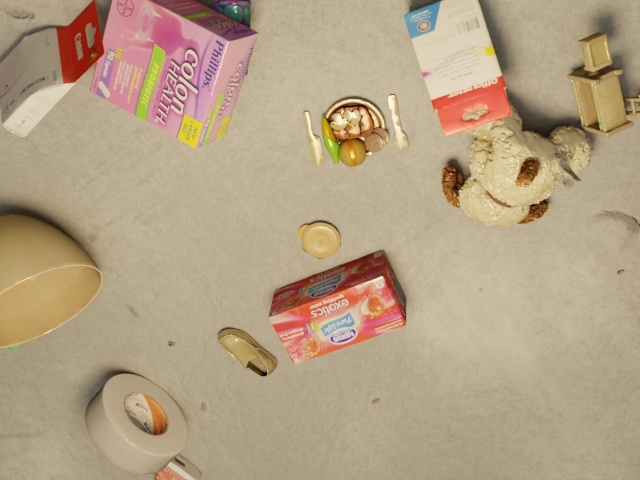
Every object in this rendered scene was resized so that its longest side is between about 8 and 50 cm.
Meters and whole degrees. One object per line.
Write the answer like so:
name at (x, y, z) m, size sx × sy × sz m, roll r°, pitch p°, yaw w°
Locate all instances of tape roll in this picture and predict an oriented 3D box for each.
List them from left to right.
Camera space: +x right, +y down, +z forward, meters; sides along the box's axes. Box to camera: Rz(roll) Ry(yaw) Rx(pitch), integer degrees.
tape roll at (-0.395, 0.395, 2.067) m, size 0.219 × 0.219 × 0.072 m, roll 39°, pitch 113°, yaw -13°

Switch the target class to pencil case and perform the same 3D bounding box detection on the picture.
pencil case at (-0.166, -0.375, 1.773) m, size 0.070 × 0.064 × 0.152 m, roll -1°, pitch 115°, yaw -12°

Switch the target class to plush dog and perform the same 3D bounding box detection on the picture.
plush dog at (0.354, -0.111, 1.802) m, size 0.262 × 0.211 × 0.225 m, roll 20°, pitch 138°, yaw -5°

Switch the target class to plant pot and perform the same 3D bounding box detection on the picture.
plant pot at (-0.608, 0.059, 1.927) m, size 0.284 × 0.284 × 0.191 m, roll -40°, pitch 70°, yaw 20°

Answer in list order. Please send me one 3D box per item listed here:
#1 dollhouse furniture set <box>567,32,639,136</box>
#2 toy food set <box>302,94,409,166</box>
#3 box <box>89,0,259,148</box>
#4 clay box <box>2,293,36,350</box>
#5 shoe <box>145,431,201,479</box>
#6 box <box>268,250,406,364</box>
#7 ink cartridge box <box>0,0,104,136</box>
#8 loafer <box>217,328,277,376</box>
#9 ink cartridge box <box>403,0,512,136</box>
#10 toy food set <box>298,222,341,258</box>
dollhouse furniture set at (0.543, -0.309, 1.750) m, size 0.161 × 0.101 × 0.182 m, roll -24°, pitch 112°, yaw -11°
toy food set at (0.065, -0.207, 1.846) m, size 0.192 × 0.038 × 0.132 m, roll -11°, pitch 114°, yaw 10°
box at (-0.267, -0.322, 1.733) m, size 0.243 × 0.117 × 0.213 m, roll 29°, pitch 118°, yaw 12°
clay box at (-0.727, 0.135, 2.064) m, size 0.222 × 0.053 × 0.127 m, roll 30°, pitch 114°, yaw -11°
shoe at (-0.365, 0.521, 2.208) m, size 0.081 × 0.063 × 0.178 m, roll -41°, pitch 110°, yaw 15°
box at (0.037, 0.138, 1.963) m, size 0.257 × 0.123 × 0.128 m, roll -21°, pitch 113°, yaw 14°
ink cartridge box at (-0.500, -0.329, 1.757) m, size 0.066 × 0.189 × 0.232 m, roll 27°, pitch 120°, yaw -39°
loafer at (-0.157, 0.243, 2.069) m, size 0.148 × 0.050 × 0.056 m, roll 32°, pitch 113°, yaw -10°
ink cartridge box at (0.250, -0.315, 1.722) m, size 0.134 × 0.078 × 0.231 m, roll -17°, pitch 94°, yaw 13°
toy food set at (0.000, 0.000, 1.959) m, size 0.083 × 0.020 × 0.083 m, roll -16°, pitch 113°, yaw 11°
